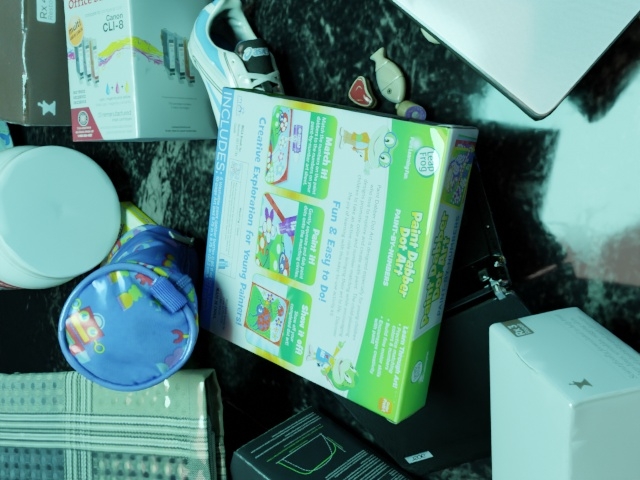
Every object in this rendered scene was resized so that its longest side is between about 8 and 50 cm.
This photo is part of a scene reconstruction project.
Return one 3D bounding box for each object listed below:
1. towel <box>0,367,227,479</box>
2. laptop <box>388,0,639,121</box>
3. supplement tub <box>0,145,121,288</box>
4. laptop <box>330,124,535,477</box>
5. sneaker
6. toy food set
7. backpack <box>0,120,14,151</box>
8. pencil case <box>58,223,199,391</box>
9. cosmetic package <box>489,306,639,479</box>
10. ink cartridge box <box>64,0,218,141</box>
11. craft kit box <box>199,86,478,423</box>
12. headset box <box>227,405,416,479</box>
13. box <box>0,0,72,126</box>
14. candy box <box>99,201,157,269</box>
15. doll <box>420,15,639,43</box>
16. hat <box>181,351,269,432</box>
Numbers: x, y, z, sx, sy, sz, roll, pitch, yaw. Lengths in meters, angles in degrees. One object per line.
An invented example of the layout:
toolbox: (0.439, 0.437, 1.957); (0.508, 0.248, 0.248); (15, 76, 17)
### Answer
towel: (-0.230, 0.295, 0.719); (0.324, 0.056, 0.313); (-5, 84, 26)
laptop: (0.115, -0.348, 0.365); (0.382, 0.236, 0.408); (42, 109, 9)
supplement tub: (-0.423, -0.026, 0.920); (0.272, 0.191, 0.191); (-6, 94, 43)
laptop: (0.113, 0.070, 0.652); (0.234, 0.136, 0.265); (-32, 52, 36)
sneaker: (-0.072, -0.156, 0.707); (0.237, 0.085, 0.086); (62, 145, 14)
toy food set: (0.060, -0.121, 0.643); (0.078, 0.019, 0.122); (-43, 62, 32)
backpack: (-0.613, -0.177, 1.066); (0.225, 0.191, 0.254); (-29, 85, 36)
pencil case: (-0.191, 0.057, 0.724); (0.133, 0.306, 0.119); (-45, 103, -1)
cosmetic package: (0.192, 0.182, 0.506); (0.117, 0.085, 0.231); (-123, 26, -65)
ink cartridge box: (-0.210, -0.207, 0.781); (0.128, 0.127, 0.176); (4, 99, 37)
craft kit box: (0.000, 0.000, 0.602); (0.246, 0.060, 0.250); (20, 109, 37)
headset box: (0.031, 0.363, 0.681); (0.283, 0.131, 0.247); (29, 117, 30)
box: (-0.365, -0.243, 0.868); (0.203, 0.167, 0.169); (16, 106, 34)
candy box: (-0.274, 0.059, 0.936); (0.105, 0.027, 0.206); (37, 118, 30)
doll: (0.167, -0.194, 0.546); (0.188, 0.046, 0.129); (1, 97, 37)
hat: (-0.152, 0.216, 0.869); (0.173, 0.183, 0.208); (-54, 21, 18)
